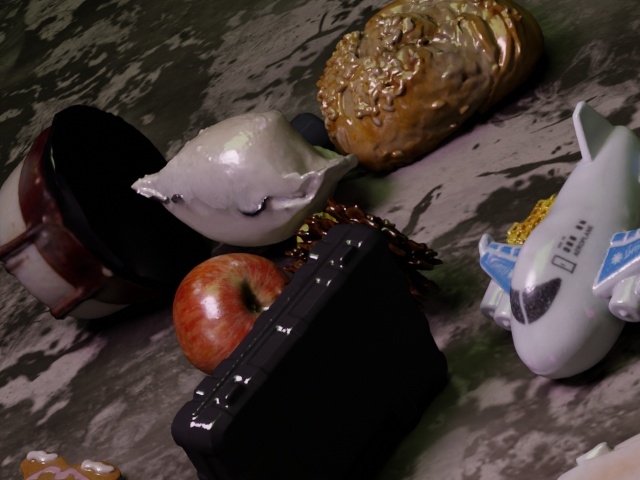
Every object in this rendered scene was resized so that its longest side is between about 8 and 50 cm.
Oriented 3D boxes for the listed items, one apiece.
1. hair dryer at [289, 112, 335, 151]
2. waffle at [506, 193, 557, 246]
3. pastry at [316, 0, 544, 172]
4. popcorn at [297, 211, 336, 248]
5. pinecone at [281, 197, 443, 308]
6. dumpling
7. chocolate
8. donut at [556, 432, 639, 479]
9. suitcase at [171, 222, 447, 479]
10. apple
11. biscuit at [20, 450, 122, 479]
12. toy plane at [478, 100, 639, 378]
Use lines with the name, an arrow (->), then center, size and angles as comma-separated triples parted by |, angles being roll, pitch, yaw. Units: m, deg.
hair dryer -> -0.080, -0.105, 2.128 | 0.124, 0.071, 0.219 | -45, 20, -27
waffle -> 0.237, -0.016, 1.668 | 0.085, 0.016, 0.078 | -36, 26, -5
pastry -> 0.130, -0.231, 1.996 | 0.311, 0.162, 0.255 | -36, 24, -9
popcorn -> 0.000, 0.003, 1.845 | 0.068, 0.059, 0.083 | -46, 2, 25
pinecone -> 0.031, 0.051, 1.634 | 0.165, 0.163, 0.163 | -60, 29, 0
dumpling -> -0.085, -0.097, 1.936 | 0.227, 0.243, 0.175 | -47, -17, -57
chocolate -> -0.302, -0.014, 1.999 | 0.186, 0.283, 0.283 | -35, 24, 22
donut -> 0.264, 0.266, 1.012 | 0.382, 0.142, 0.382 | -26, 27, 14
suitcase -> -0.002, 0.143, 1.443 | 0.066, 0.206, 0.285 | 7, 46, 41
apple -> -0.093, 0.086, 1.715 | 0.131, 0.146, 0.146 | -37, 13, 52
biscuit -> -0.297, 0.299, 1.642 | 0.138, 0.031, 0.205 | 8, 40, 20
toy plane -> 0.248, 0.006, 1.466 | 0.267, 0.122, 0.267 | -38, 33, 31
